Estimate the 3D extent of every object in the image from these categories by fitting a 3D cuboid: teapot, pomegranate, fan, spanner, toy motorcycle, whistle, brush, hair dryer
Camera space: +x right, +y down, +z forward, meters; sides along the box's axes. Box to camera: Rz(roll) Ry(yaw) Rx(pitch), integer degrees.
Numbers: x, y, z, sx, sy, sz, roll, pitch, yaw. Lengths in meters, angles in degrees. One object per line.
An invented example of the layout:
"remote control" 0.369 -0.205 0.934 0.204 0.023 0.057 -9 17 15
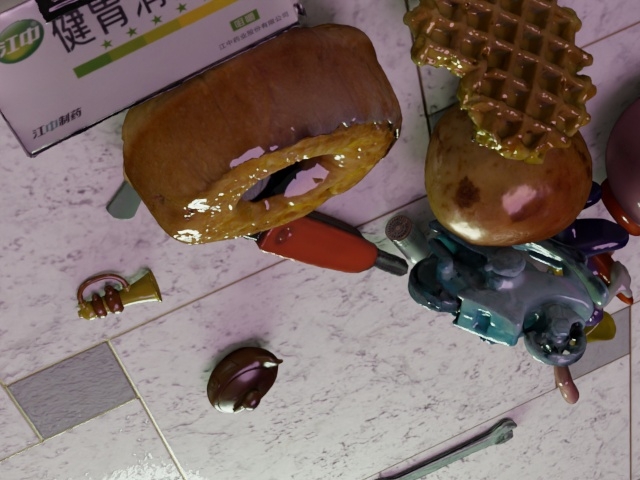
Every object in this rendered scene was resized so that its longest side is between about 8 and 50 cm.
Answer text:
"teapot" -0.105 0.205 1.920 0.098 0.078 0.129 22 119 -45
"pomegranate" 0.231 -0.083 1.706 0.215 0.215 0.215 -17 140 -15
"fan" -0.202 -0.097 1.581 0.038 0.016 0.193 9 128 -35
"spanner" 0.214 0.396 2.374 0.302 0.017 0.071 -24 142 -6
"toy motorcycle" 0.256 0.059 1.796 0.206 0.260 0.154 -49 155 -42
"whistle" -0.262 0.071 1.710 0.109 0.046 0.057 -17 155 -6
"brush" 0.000 0.000 1.789 0.323 0.051 0.070 20 114 -40
"hair dryer" 0.196 -0.027 1.885 0.183 0.044 0.155 -38 143 6

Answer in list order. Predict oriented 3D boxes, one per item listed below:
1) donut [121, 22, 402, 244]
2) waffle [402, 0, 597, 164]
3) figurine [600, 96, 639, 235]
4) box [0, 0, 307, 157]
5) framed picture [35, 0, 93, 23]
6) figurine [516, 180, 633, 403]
"donut" -0.065 -0.119 1.480 0.317 0.150 0.299 -28 163 -3
"waffle" 0.217 -0.209 1.570 0.249 0.253 0.056 -16 -177 -28
"figurine" 0.494 -0.095 1.843 0.211 0.269 0.261 18 113 -36
"box" -0.196 -0.247 1.317 0.333 0.145 0.173 -27 141 -3
"framed picture" -0.202 -0.323 1.213 0.199 0.195 0.010 -27 175 -3
"figurine" 0.371 0.080 2.021 0.193 0.154 0.421 -25 140 2
